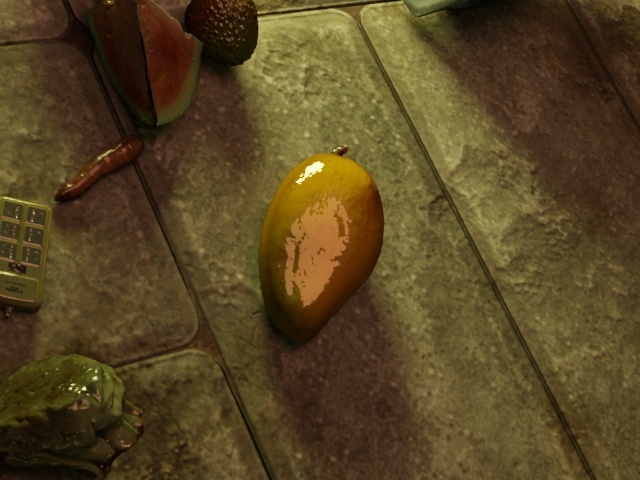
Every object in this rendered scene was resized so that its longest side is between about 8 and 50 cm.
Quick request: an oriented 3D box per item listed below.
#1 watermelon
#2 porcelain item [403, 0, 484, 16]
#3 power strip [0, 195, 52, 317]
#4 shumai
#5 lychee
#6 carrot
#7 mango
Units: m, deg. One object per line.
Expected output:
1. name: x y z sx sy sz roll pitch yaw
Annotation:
1. watermelon: -0.265 -0.257 1.733 0.202 0.136 0.207 50 28 -50
2. porcelain item: 0.319 -0.523 2.154 0.405 0.242 0.179 -32 104 -33
3. power strip: -0.388 0.023 1.568 0.076 0.028 0.169 13 57 -23
4. shumai: -0.306 0.225 1.457 0.184 0.184 0.142 -47 120 -39
5. lychee: -0.148 -0.334 1.859 0.114 0.114 0.147 -23 86 -37
6. carrot: -0.304 -0.099 1.684 0.036 0.036 0.165 48 54 4
7. mango: 0.000 0.000 1.748 0.176 0.119 0.317 29 61 -15
